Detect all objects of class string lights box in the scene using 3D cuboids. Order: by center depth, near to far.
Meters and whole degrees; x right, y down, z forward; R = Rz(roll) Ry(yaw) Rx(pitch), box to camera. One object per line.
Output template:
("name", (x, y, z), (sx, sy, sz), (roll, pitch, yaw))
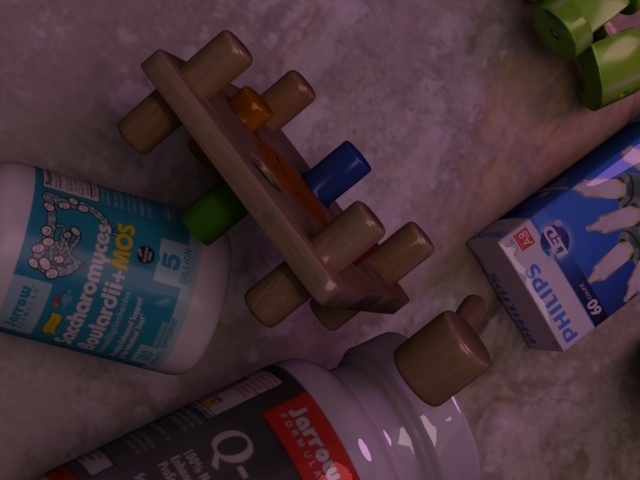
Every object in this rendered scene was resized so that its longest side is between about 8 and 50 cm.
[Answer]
("string lights box", (0.291, -0.015, 1.574), (0.260, 0.077, 0.133), (-36, 101, -17))

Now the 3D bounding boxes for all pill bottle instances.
("pill bottle", (-0.221, 0.019, 1.351), (0.264, 0.146, 0.146), (16, 83, -18))
("pill bottle", (-0.057, 0.230, 1.370), (0.363, 0.210, 0.210), (-25, 97, -19))

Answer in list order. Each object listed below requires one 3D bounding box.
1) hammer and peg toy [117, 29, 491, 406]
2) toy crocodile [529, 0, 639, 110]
("hammer and peg toy", (0.000, 0.000, 1.334), (0.127, 0.266, 0.361), (-40, 77, 10))
("toy crocodile", (0.221, -0.286, 1.556), (0.115, 0.105, 0.340), (-38, 96, -17))
